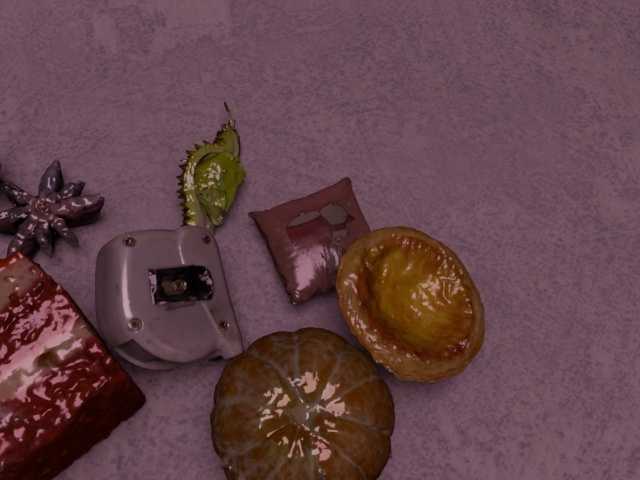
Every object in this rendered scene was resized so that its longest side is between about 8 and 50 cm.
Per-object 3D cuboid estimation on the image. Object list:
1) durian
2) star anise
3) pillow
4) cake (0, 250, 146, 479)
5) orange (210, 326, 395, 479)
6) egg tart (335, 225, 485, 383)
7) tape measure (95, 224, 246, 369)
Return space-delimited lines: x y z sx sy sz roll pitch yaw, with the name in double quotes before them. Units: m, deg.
"durian" -0.224 -0.122 1.514 0.132 0.106 0.375 18 73 -4
"star anise" -0.540 -0.056 1.463 0.236 0.093 0.229 -1 69 -1
"pillow" 0.000 0.000 1.497 0.236 0.084 0.223 -18 74 -17
"cake" -0.506 0.221 1.270 0.269 0.270 0.319 -38 75 -17
"orange" -0.029 0.310 1.291 0.329 0.249 0.329 1 76 -4
"egg tart" 0.162 0.129 1.420 0.318 0.128 0.319 10 60 -18
"tape measure" -0.269 0.107 1.346 0.265 0.130 0.258 -6 78 -46
